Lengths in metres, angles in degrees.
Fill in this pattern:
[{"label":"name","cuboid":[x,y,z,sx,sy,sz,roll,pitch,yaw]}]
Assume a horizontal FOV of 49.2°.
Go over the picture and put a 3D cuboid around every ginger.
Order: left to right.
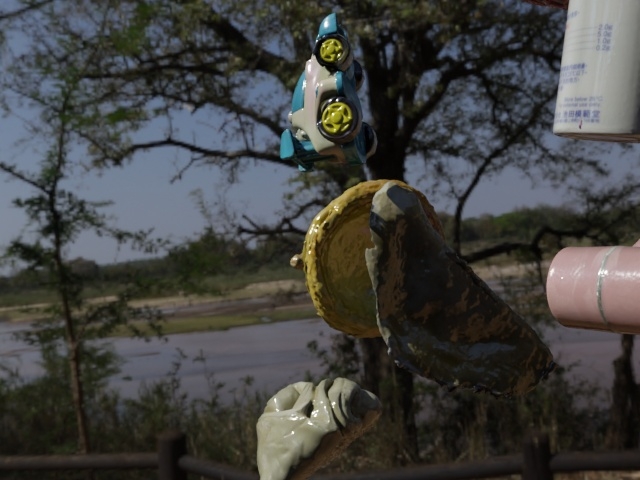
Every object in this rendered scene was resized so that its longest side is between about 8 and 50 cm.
[{"label":"ginger","cuboid":[-0.001,0.003,1.427,0.051,0.173,0.069,23,-30,15]}]

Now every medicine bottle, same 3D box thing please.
[{"label":"medicine bottle","cuboid":[0.368,-0.293,0.845,0.130,0.341,0.130,5,6,0]}]

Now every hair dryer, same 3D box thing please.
[{"label":"hair dryer","cuboid":[0.520,0.016,1.046,0.352,0.125,0.210,-35,20,-33]}]

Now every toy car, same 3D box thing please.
[{"label":"toy car","cuboid":[0.000,-0.158,0.780,0.098,0.161,0.126,-11,-5,11]}]

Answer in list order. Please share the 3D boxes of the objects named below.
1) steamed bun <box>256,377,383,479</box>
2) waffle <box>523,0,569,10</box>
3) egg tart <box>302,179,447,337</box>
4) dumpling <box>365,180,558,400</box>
[{"label":"steamed bun","cuboid":[-0.020,0.303,1.168,0.218,0.144,0.211,-44,-19,14]},{"label":"waffle","cuboid":[0.304,-0.421,1.113,0.221,0.055,0.234,16,21,-22]},{"label":"egg tart","cuboid":[0.090,0.028,1.253,0.294,0.294,0.123,-5,6,-24]},{"label":"dumpling","cuboid":[0.144,0.092,0.894,0.166,0.332,0.086,-43,8,-7]}]
